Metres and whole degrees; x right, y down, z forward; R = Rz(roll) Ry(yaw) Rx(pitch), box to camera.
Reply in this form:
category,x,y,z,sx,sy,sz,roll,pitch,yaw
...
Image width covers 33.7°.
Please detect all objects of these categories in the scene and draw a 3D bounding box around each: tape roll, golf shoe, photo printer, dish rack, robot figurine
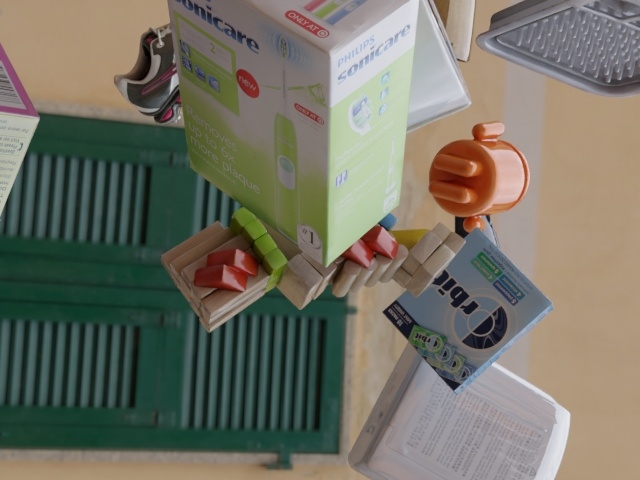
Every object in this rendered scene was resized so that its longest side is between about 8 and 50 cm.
category,x,y,z,sx,sy,sz,roll,pitch,yaw
tape roll,0.068,-0.263,1.164,0.286,0.100,0.286,-23,90,-79
golf shoe,-0.221,-0.322,1.729,0.273,0.120,0.105,-54,-142,5
photo printer,0.231,0.310,1.646,0.256,0.307,0.107,-62,-167,-10
dish rack,0.406,-0.289,1.453,0.333,0.285,0.072,-7,-110,65
robot figurine,0.261,-0.101,1.722,0.128,0.219,0.158,-29,-103,35

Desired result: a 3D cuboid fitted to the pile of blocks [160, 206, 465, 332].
category,x,y,z,sx,sy,sz,roll,pitch,yaw
pile of blocks,0.000,0.000,1.230,0.112,0.362,0.149,117,-38,-66

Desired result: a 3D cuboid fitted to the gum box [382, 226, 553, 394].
category,x,y,z,sx,sy,sz,roll,pitch,yaw
gum box,0.208,0.099,1.497,0.157,0.184,0.041,48,-1,22

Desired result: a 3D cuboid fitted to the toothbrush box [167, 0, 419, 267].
category,x,y,z,sx,sy,sz,roll,pitch,yaw
toothbrush box,-0.029,-0.145,1.015,0.206,0.122,0.283,36,-32,24

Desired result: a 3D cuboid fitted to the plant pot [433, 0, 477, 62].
category,x,y,z,sx,sy,sz,roll,pitch,yaw
plant pot,0.157,-0.439,1.704,0.237,0.237,0.254,-142,-116,-69

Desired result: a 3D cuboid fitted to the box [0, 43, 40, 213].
category,x,y,z,sx,sy,sz,roll,pitch,yaw
box,-0.399,-0.093,1.045,0.213,0.117,0.243,54,-55,37

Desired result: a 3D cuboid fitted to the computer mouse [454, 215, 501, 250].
category,x,y,z,sx,sy,sz,roll,pitch,yaw
computer mouse,0.292,-0.004,1.941,0.072,0.188,0.272,-3,-96,28
